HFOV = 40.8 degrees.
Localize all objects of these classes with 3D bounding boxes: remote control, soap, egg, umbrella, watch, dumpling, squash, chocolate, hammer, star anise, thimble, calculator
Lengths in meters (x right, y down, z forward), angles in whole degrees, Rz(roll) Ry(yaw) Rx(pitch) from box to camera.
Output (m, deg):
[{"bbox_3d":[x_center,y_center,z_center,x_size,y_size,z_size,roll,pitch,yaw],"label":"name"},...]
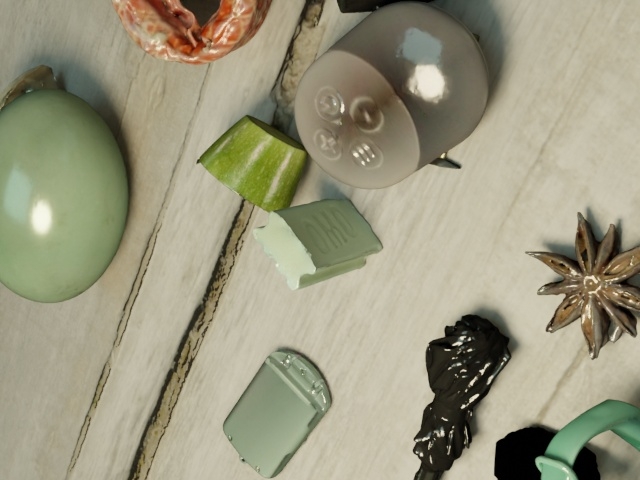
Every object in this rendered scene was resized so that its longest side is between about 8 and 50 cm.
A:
[{"bbox_3d":[0.095,-0.202,1.245,0.332,0.103,0.221,-33,98,40],"label":"remote control"},{"bbox_3d":[0.000,0.000,1.299,0.063,0.198,0.114,-44,76,31],"label":"soap"},{"bbox_3d":[-0.489,-0.078,1.555,0.276,0.276,0.389,7,100,32],"label":"egg"},{"bbox_3d":[0.186,0.268,1.281,0.118,0.118,0.340,26,114,27],"label":"umbrella"},{"bbox_3d":[0.377,0.311,1.096,0.195,0.237,0.068,-58,24,-14],"label":"watch"},{"bbox_3d":[-0.570,-0.244,1.674,0.118,0.136,0.199,20,118,22],"label":"dumpling"},{"bbox_3d":[-0.102,-0.122,1.377,0.170,0.170,0.123,37,102,23],"label":"squash"},{"bbox_3d":[0.311,0.358,1.200,0.156,0.156,0.133,15,122,30],"label":"chocolate"},{"bbox_3d":[0.200,-0.201,1.252,0.062,0.013,0.199,22,109,28],"label":"hammer"},{"bbox_3d":[0.372,0.052,1.150,0.195,0.065,0.182,-36,72,35],"label":"star anise"},{"bbox_3d":[-0.198,-0.397,1.352,0.239,0.162,0.239,2,109,6],"label":"thimble"},{"bbox_3d":[-0.080,0.302,1.483,0.141,0.045,0.246,43,117,20],"label":"calculator"}]

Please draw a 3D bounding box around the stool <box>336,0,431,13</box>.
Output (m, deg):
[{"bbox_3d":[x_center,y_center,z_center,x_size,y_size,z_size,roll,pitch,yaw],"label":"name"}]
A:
[{"bbox_3d":[0.111,-0.401,1.163,0.232,0.232,0.141,-12,88,33],"label":"stool"}]
